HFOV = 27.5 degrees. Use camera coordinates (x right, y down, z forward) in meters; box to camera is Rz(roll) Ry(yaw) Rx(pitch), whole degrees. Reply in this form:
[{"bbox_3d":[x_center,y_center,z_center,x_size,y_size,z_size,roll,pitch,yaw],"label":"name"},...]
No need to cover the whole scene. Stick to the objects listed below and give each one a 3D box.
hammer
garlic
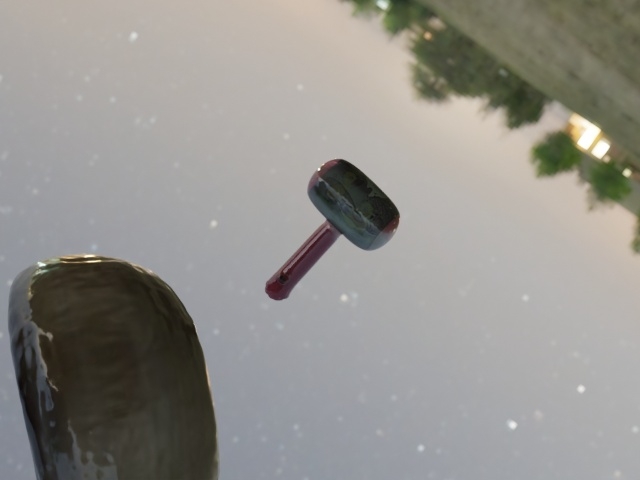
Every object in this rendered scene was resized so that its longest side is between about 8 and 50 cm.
[{"bbox_3d":[0.000,0.000,0.681,0.052,0.083,0.031,44,-165,5],"label":"hammer"},{"bbox_3d":[-0.095,0.083,0.602,0.087,0.101,0.195,-10,-108,-24],"label":"garlic"}]
